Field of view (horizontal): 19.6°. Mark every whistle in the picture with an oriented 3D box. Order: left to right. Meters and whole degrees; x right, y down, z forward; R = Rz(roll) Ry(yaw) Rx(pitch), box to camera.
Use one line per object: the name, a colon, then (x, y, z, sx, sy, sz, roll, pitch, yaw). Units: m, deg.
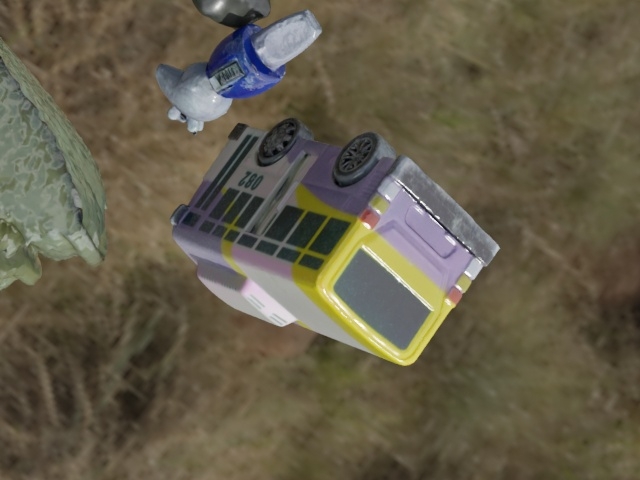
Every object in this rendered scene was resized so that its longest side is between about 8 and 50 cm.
whistle: (-0.035, -0.074, 0.771, 0.033, 0.083, 0.029, 57, 31, -8)

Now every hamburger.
hamburger: (-0.093, -0.032, 0.426, 0.054, 0.121, 0.084, -46, 174, -4)

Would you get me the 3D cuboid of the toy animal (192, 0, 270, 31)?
toy animal: (-0.103, -0.183, 0.735, 0.114, 0.146, 0.245, -27, 125, 13)

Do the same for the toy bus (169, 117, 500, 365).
toy bus: (0.000, 0.000, 0.572, 0.052, 0.102, 0.058, 43, 76, -30)
